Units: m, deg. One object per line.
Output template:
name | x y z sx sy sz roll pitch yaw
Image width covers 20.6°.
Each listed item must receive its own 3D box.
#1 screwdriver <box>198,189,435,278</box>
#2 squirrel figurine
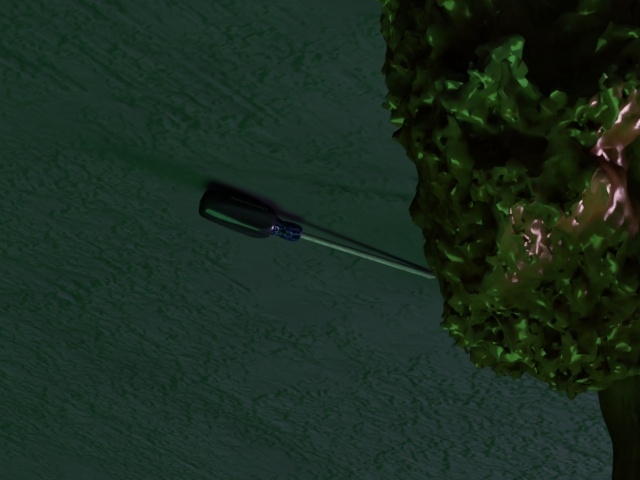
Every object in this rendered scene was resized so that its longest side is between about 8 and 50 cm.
screwdriver | 0.000 0.000 1.174 0.170 0.024 0.025 18 180 -10
squirrel figurine | 0.159 0.018 0.769 0.397 0.370 0.281 31 147 -27
